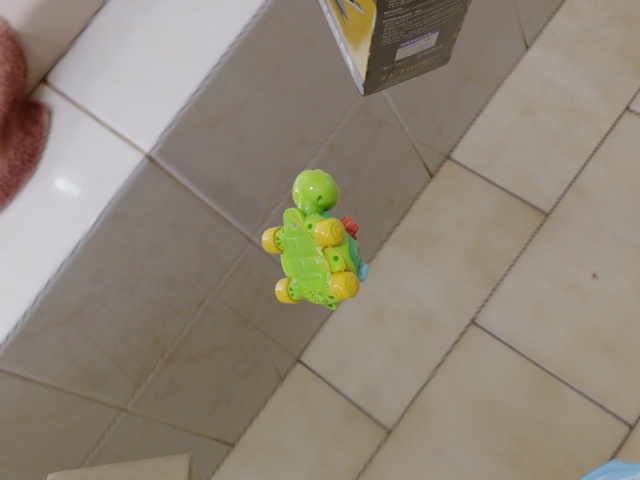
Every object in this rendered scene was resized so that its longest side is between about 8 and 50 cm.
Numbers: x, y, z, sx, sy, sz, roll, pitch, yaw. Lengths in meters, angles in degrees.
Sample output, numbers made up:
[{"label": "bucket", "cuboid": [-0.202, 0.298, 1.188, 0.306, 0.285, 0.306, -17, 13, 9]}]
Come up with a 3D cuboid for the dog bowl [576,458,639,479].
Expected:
[{"label": "dog bowl", "cuboid": [0.276, 0.183, 0.528, 0.297, 0.074, 0.166, -29, 77, 4]}]

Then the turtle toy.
[{"label": "turtle toy", "cuboid": [0.000, 0.000, 0.801, 0.095, 0.066, 0.130, -7, 100, 44]}]

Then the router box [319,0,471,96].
[{"label": "router box", "cuboid": [0.010, -0.285, 0.603, 0.081, 0.243, 0.308, -22, 80, -4]}]

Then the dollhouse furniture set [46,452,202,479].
[{"label": "dollhouse furniture set", "cuboid": [-0.112, 0.282, 0.532, 0.212, 0.161, 0.242, -9, 41, 5]}]
